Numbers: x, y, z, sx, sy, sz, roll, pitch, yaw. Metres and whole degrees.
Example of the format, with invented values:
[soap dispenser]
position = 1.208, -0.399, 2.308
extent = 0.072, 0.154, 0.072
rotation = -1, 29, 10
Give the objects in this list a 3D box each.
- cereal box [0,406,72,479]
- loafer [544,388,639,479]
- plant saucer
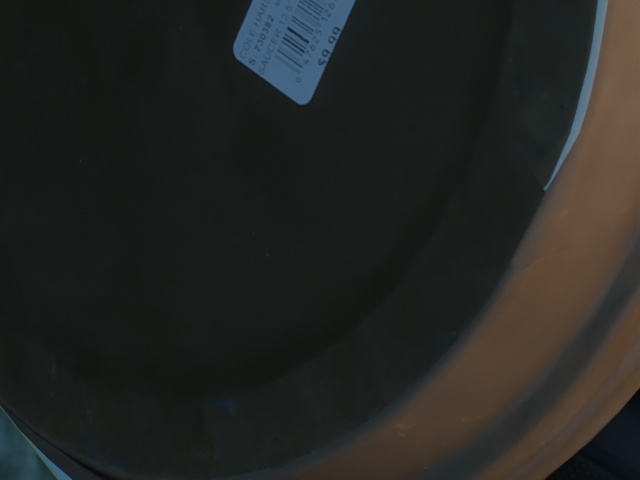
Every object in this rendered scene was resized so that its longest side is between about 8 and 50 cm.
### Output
[cereal box]
position = 0.000, 0.000, 0.578
extent = 0.240, 0.047, 0.173
rotation = -39, 85, 13
[loafer]
position = 0.061, 0.077, 0.492
extent = 0.366, 0.134, 0.130
rotation = 39, 107, 16
[plant saucer]
position = -0.023, -0.062, 0.411
extent = 0.278, 0.041, 0.277
rotation = -1, 88, 40
